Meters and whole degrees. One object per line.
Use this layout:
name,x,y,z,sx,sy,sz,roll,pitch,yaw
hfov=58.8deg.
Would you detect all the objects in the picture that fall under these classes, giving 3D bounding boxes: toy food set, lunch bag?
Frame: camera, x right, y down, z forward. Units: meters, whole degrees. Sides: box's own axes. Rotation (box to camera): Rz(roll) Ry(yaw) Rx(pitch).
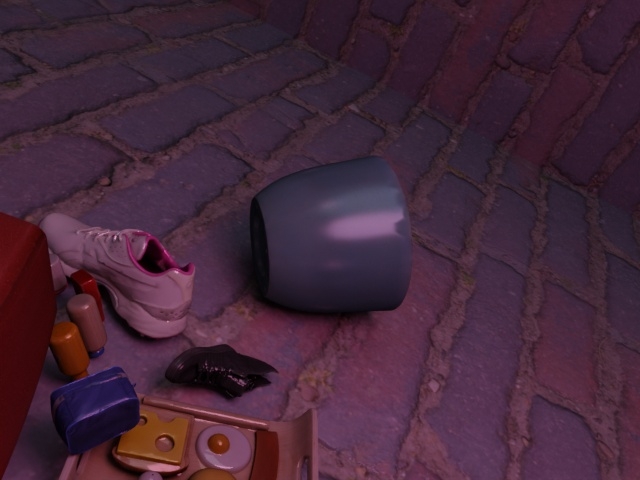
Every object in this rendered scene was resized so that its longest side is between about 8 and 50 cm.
toy food set,-0.382,0.108,0.830,0.232,0.104,0.111,25,43,34
lunch bag,-0.263,0.194,0.672,0.098,0.067,0.065,-18,47,-37
toy food set,-0.151,0.278,0.717,0.306,0.092,0.219,16,35,-13

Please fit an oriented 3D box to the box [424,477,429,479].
box,0.161,0.400,0.752,0.027,0.094,0.137,-13,49,-43

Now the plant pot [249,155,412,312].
plant pot,0.000,0.000,1.040,0.235,0.293,0.293,-7,43,-16

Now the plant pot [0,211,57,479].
plant pot,-0.423,0.092,0.587,0.267,0.267,0.235,21,47,-3

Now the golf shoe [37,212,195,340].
golf shoe,-0.320,0.023,0.909,0.306,0.140,0.115,33,25,12

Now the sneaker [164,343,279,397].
sneaker,-0.144,0.199,0.850,0.089,0.051,0.170,35,16,24
